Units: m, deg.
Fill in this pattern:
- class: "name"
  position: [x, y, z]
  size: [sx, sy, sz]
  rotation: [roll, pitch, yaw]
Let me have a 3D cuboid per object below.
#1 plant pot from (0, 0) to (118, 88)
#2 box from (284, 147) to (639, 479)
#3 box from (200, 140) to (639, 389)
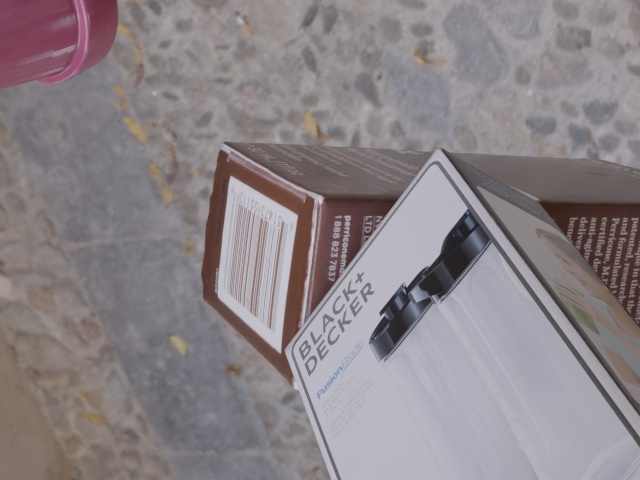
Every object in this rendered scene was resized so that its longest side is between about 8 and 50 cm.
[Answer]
- class: "plant pot"
  position: [-0.346, -0.242, 1.076]
  size: [0.201, 0.180, 0.201]
  rotation: [21, 132, 26]
- class: "box"
  position: [0.090, 0.100, 0.514]
  size: [0.087, 0.290, 0.169]
  rotation: [25, 114, -29]
- class: "box"
  position: [0.121, 0.011, 0.795]
  size: [0.381, 0.191, 0.143]
  rotation: [1, 105, -27]
